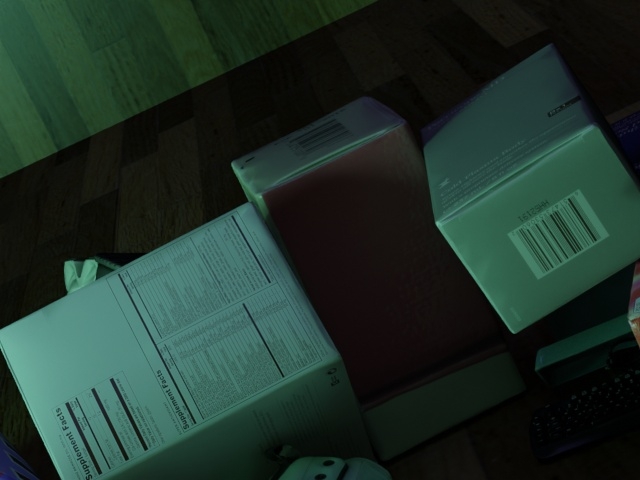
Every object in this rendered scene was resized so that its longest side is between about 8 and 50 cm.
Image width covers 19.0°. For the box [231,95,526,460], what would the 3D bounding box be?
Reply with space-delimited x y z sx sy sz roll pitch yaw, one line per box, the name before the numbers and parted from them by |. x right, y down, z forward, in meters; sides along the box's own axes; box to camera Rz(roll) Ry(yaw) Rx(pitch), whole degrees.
box | 0.042 0.025 1.462 0.127 0.232 0.148 -26 16 -4

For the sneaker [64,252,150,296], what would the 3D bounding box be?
sneaker | -0.166 0.082 1.783 0.122 0.146 0.330 3 -5 -15

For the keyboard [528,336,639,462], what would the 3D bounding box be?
keyboard | 0.230 0.089 1.329 0.192 0.038 0.100 -22 16 9

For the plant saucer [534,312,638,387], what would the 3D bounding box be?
plant saucer | 0.246 0.058 1.377 0.192 0.018 0.067 -22 -21 10

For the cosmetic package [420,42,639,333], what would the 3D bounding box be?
cosmetic package | 0.148 -0.042 1.314 0.127 0.107 0.238 -34 18 9

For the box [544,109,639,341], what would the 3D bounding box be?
box | 0.242 -0.019 1.483 0.153 0.108 0.207 -27 10 20

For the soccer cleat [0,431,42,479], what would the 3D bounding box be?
soccer cleat | -0.297 0.204 1.625 0.109 0.116 0.318 -30 16 -15

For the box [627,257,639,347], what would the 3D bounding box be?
box | 0.331 0.038 1.169 0.257 0.128 0.122 -21 16 20

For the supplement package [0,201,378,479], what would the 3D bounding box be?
supplement package | -0.091 0.115 1.371 0.203 0.194 0.149 -27 59 -6

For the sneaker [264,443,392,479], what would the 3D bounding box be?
sneaker | 0.028 0.179 1.228 0.256 0.094 0.151 -15 24 41
